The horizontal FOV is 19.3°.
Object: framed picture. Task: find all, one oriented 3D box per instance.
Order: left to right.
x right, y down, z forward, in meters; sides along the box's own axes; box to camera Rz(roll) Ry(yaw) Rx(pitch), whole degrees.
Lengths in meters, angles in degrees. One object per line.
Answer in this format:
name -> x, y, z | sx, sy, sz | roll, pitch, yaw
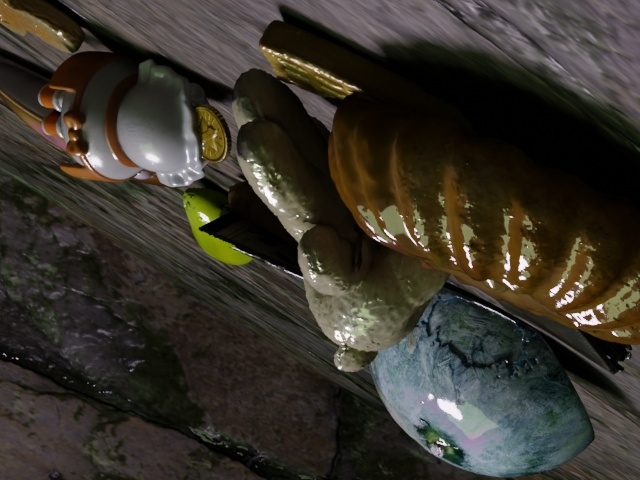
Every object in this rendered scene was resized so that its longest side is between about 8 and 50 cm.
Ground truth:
framed picture -> -0.034, 0.011, 2.242 | 0.199, 0.010, 0.195 | 23, -167, 9

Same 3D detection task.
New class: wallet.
wallet -> 0.176, 0.020, 1.786 | 0.169, 0.044, 0.317 | 28, 171, 41

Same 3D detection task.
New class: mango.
mango -> -0.137, -0.020, 2.509 | 0.091, 0.074, 0.165 | 27, 171, 36

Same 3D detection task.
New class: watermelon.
watermelon -> 0.164, 0.169, 2.241 | 0.322, 0.175, 0.188 | 26, 171, 21

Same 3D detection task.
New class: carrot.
carrot -> 0.000, -0.001, 2.186 | 0.342, 0.070, 0.070 | 24, 170, 40

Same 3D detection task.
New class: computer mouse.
computer mouse -> -0.298, -0.140, 2.383 | 0.310, 0.072, 0.158 | 26, 172, 23

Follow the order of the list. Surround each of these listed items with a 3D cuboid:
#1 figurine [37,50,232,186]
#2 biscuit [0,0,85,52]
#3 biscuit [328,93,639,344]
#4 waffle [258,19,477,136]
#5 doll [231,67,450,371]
figurine -> -0.195, -0.122, 1.938 | 0.143, 0.143, 0.271 | 37, 171, -36
biscuit -> -0.345, -0.261, 1.964 | 0.234, 0.030, 0.153 | 28, 171, 15
biscuit -> 0.146, -0.007, 1.448 | 0.325, 0.107, 0.326 | 27, 179, 0
waffle -> 0.045, -0.112, 1.502 | 0.191, 0.032, 0.125 | 27, 171, 12
doll -> 0.019, -0.025, 1.610 | 0.149, 0.175, 0.278 | -2, 140, 40
